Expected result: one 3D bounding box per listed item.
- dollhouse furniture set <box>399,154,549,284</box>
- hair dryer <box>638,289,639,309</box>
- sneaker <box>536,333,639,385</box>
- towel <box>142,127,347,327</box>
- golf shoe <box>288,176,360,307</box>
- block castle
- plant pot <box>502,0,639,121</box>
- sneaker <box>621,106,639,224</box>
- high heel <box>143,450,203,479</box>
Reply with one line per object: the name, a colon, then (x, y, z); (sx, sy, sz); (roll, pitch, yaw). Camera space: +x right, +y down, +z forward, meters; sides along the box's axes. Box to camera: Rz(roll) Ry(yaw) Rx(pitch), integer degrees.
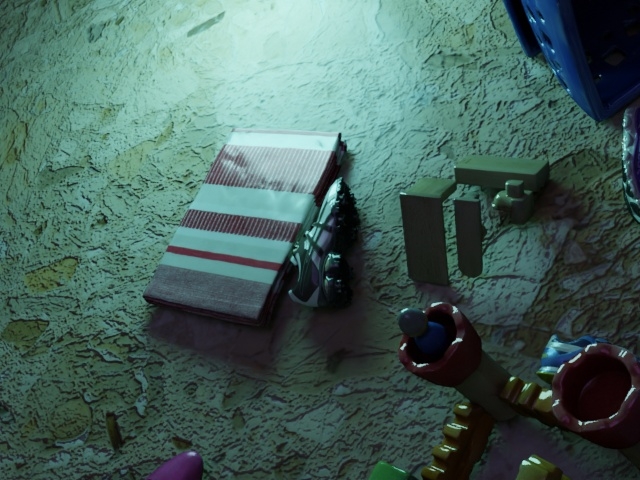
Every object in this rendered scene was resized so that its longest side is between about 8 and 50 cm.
dollhouse furniture set: (0.208, -0.027, 1.096); (0.144, 0.123, 0.151); (9, 30, 33)
hair dryer: (0.451, 0.063, 0.869); (0.223, 0.080, 0.294); (15, 70, 33)
sneaker: (0.312, 0.132, 0.919); (0.144, 0.053, 0.059); (1, 59, 28)
towel: (-0.113, -0.031, 1.272); (0.237, 0.037, 0.329); (8, 63, 35)
golf shoe: (0.000, 0.000, 1.161); (0.093, 0.077, 0.198); (-7, 56, 25)
block castle: (0.112, 0.291, 0.769); (0.303, 0.213, 0.453); (11, 65, 55)
plant pot: (0.364, -0.340, 1.087); (0.236, 0.236, 0.212); (-38, 44, 3)
sneaker: (0.402, -0.098, 1.011); (0.071, 0.068, 0.170); (0, 59, 22)
high heel: (-0.254, 0.351, 1.045); (0.244, 0.117, 0.082); (-44, 50, -3)
